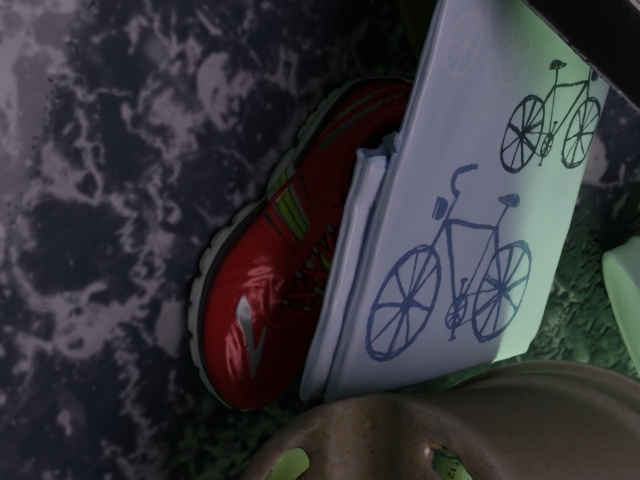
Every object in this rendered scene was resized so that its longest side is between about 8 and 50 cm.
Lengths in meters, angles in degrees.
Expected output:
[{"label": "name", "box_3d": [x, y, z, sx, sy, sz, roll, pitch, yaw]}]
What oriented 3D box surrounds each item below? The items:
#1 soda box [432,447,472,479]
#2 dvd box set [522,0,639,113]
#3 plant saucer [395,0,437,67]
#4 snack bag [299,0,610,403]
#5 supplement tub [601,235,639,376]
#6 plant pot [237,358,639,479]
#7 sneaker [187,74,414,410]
[{"label": "soda box", "box_3d": [0.096, 0.267, 1.164, 0.063, 0.058, 0.183, 15, 92, -32]}, {"label": "dvd box set", "box_3d": [0.237, -0.283, 0.978, 0.307, 0.062, 0.420, 38, 50, -23]}, {"label": "plant saucer", "box_3d": [0.124, -0.203, 1.074, 0.188, 0.045, 0.188, -32, 115, -26]}, {"label": "snack bag", "box_3d": [0.120, -0.056, 1.011, 0.323, 0.037, 0.343, -5, 114, -56]}, {"label": "supplement tub", "box_3d": [0.419, 0.037, 1.158, 0.316, 0.228, 0.228, -22, 113, 1]}, {"label": "plant pot", "box_3d": [0.097, 0.228, 0.938, 0.305, 0.333, 0.334, 21, 90, -57]}, {"label": "sneaker", "box_3d": [0.000, 0.000, 1.012, 0.107, 0.118, 0.279, 31, 84, -30]}]
